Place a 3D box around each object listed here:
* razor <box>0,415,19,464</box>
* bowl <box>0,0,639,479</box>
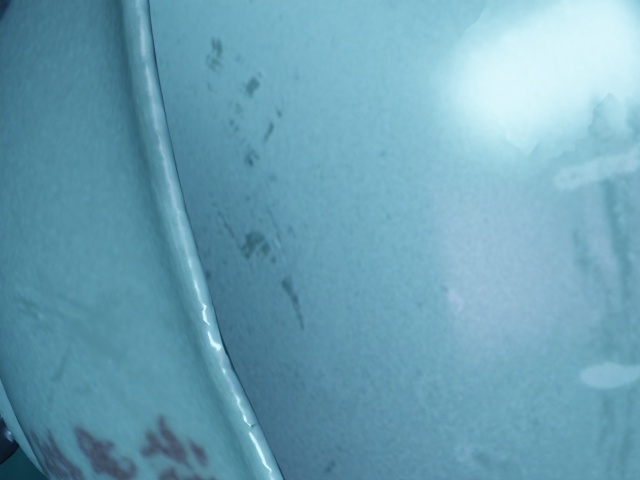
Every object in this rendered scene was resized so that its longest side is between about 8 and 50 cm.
[{"bbox_3d":[-0.264,-0.014,0.752,0.349,0.113,0.204,39,63,10],"label":"razor"},{"bbox_3d":[0.000,0.000,0.706,0.196,0.435,0.435,-18,61,31],"label":"bowl"}]
